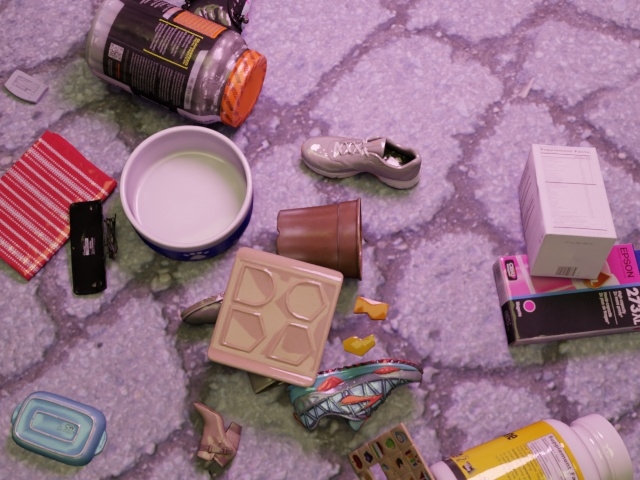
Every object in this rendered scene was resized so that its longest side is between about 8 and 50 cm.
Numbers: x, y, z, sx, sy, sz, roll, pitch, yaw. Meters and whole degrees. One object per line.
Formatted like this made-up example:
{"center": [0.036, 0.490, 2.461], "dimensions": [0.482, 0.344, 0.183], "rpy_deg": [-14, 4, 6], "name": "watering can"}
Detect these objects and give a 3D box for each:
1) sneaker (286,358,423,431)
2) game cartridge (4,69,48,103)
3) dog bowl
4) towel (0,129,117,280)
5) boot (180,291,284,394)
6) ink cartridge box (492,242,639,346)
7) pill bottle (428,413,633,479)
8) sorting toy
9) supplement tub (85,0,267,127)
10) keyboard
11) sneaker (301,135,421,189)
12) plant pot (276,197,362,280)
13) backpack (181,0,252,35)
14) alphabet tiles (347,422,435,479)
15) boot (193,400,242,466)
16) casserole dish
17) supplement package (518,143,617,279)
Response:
{"center": [0.074, 0.300, 1.499], "dimensions": [0.261, 0.104, 0.125], "rpy_deg": [-12, 82, 2], "name": "sneaker"}
{"center": [-0.646, -0.335, 1.711], "dimensions": [0.083, 0.017, 0.056], "rpy_deg": [29, 69, 7], "name": "game cartridge"}
{"center": [-0.269, -0.095, 1.601], "dimensions": [0.264, 0.104, 0.265], "rpy_deg": [1, 71, -2], "name": "dog bowl"}
{"center": [-0.581, -0.078, 1.620], "dimensions": [0.199, 0.031, 0.275], "rpy_deg": [37, 75, 7], "name": "towel"}
{"center": [-0.156, 0.202, 1.531], "dimensions": [0.189, 0.076, 0.208], "rpy_deg": [-19, 80, -7], "name": "boot"}
{"center": [0.551, 0.106, 1.596], "dimensions": [0.370, 0.069, 0.176], "rpy_deg": [-5, 71, -7], "name": "ink cartridge box"}
{"center": [0.377, 0.437, 1.407], "dimensions": [0.334, 0.188, 0.188], "rpy_deg": [-19, 73, -9], "name": "pill bottle"}
{"center": [-0.039, 0.156, 1.476], "dimensions": [0.307, 0.041, 0.229], "rpy_deg": [15, 78, 6], "name": "sorting toy"}
{"center": [-0.297, -0.377, 1.641], "dimensions": [0.338, 0.207, 0.207], "rpy_deg": [25, 72, 6], "name": "supplement tub"}
{"center": [-0.457, 0.013, 1.592], "dimensions": [0.100, 0.038, 0.192], "rpy_deg": [-6, 83, 8], "name": "keyboard"}
{"center": [0.090, -0.187, 1.640], "dimensions": [0.262, 0.121, 0.099], "rpy_deg": [9, 70, 0], "name": "sneaker"}
{"center": [0.000, 0.000, 1.559], "dimensions": [0.165, 0.167, 0.167], "rpy_deg": [-2, 71, 4], "name": "plant pot"}
{"center": [-0.220, -0.544, 1.750], "dimensions": [0.152, 0.115, 0.182], "rpy_deg": [20, 70, -8], "name": "backpack"}
{"center": [0.154, 0.462, 1.392], "dimensions": [0.009, 0.198, 0.237], "rpy_deg": [-18, 71, -38], "name": "alphabet tiles"}
{"center": [-0.208, 0.370, 1.480], "dimensions": [0.118, 0.042, 0.087], "rpy_deg": [28, 74, 7], "name": "boot"}
{"center": [-0.497, 0.353, 1.474], "dimensions": [0.188, 0.037, 0.114], "rpy_deg": [19, 72, 3], "name": "casserole dish"}
{"center": [0.489, -0.061, 1.569], "dimensions": [0.139, 0.134, 0.244], "rpy_deg": [4, 51, 1], "name": "supplement package"}
